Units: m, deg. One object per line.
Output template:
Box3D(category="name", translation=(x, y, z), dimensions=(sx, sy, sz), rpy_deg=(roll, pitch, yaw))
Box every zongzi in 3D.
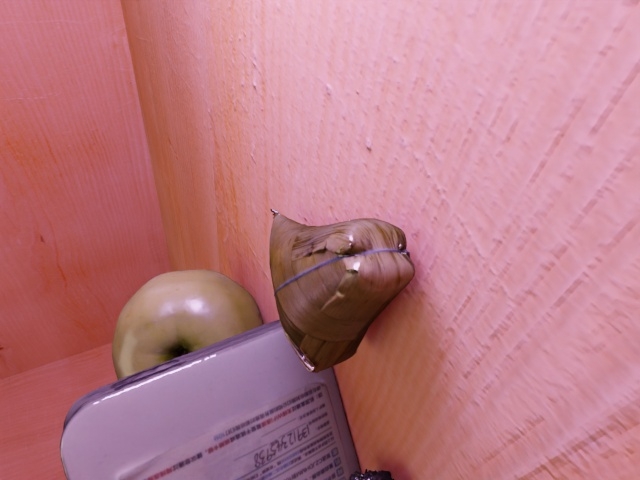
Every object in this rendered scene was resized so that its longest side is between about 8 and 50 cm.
Box3D(category="zongzi", translation=(0.000, 0.000, 0.492), dimensions=(0.228, 0.114, 0.256), rpy_deg=(114, 144, -50))

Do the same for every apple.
Box3D(category="apple", translation=(-0.295, 0.238, 0.973), dimensions=(0.357, 0.357, 0.358), rpy_deg=(43, 141, 48))

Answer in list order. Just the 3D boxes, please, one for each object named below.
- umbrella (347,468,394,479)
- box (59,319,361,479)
Box3D(category="umbrella", translation=(0.114, 0.471, 0.513), dimensions=(0.337, 0.128, 0.154), rpy_deg=(64, 152, 12))
Box3D(category="box", translation=(-0.134, 0.361, 0.633), dimensions=(0.111, 0.395, 0.397), rpy_deg=(-10, 95, 63))
